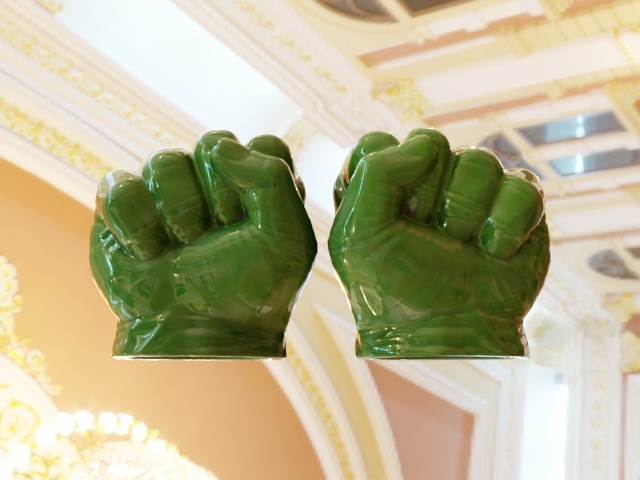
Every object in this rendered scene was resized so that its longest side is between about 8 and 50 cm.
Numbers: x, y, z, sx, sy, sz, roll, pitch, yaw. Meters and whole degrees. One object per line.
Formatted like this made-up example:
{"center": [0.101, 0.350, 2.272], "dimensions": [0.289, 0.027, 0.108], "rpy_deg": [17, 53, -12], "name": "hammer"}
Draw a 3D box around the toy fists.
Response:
{"center": [0.000, 0.000, 0.581], "dimensions": [0.096, 0.279, 0.142], "rpy_deg": [82, -172, -80], "name": "toy fists"}
